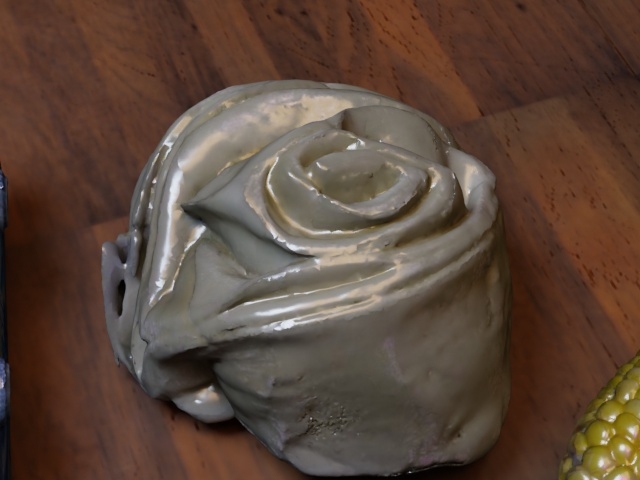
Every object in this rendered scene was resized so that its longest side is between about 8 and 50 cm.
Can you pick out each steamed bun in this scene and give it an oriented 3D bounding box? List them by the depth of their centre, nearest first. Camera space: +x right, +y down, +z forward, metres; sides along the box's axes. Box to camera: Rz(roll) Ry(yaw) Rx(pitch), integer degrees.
[{"bbox_3d":[-0.002,0.000,0.636,0.211,0.144,0.218,6,54,-1],"label":"steamed bun"}]

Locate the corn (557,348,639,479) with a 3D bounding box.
[{"bbox_3d":[0.224,0.048,0.653,0.101,0.101,0.292,40,61,21],"label":"corn"}]

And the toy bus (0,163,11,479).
[{"bbox_3d":[-0.191,0.044,0.618,0.079,0.094,0.236,-1,57,-14],"label":"toy bus"}]
